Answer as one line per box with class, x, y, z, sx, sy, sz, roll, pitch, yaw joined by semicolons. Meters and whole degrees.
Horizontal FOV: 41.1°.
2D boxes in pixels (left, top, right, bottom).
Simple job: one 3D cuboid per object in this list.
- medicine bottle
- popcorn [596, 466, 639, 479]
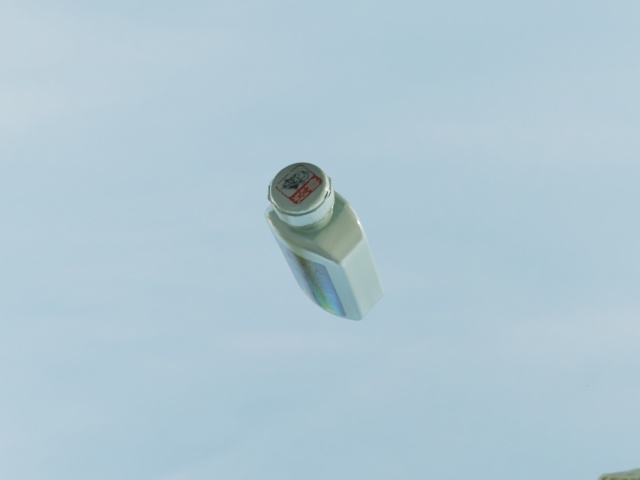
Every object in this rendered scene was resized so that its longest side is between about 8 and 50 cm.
medicine bottle;0.000;0.000;0.975;0.121;0.229;0.083;35;-106;29
popcorn;0.209;0.274;0.514;0.237;0.293;0.292;-28;-107;27
